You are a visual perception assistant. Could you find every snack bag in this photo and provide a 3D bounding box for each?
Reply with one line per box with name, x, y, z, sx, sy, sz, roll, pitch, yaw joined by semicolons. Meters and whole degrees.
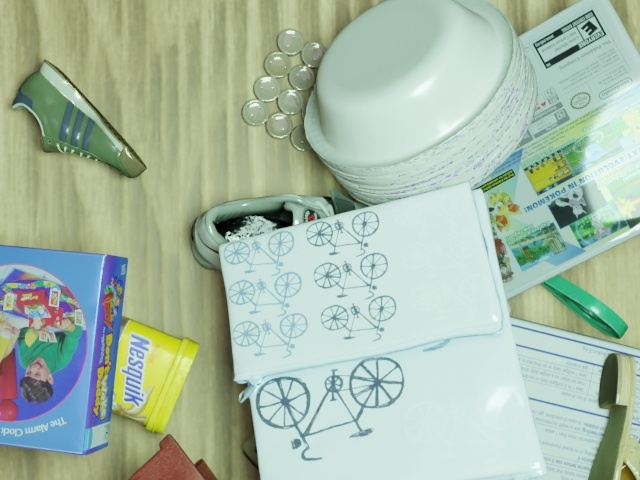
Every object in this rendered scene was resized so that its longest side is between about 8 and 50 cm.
snack bag;0.055;0.125;1.007;0.322;0.037;0.343;-12;68;10

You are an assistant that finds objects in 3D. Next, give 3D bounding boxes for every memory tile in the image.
memory tile;-0.033;-0.206;1.243;0.113;0.012;0.148;26;85;-5

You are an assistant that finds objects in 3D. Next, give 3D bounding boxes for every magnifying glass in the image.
magnifying glass;0.320;0.059;1.245;0.231;0.092;0.026;39;87;6

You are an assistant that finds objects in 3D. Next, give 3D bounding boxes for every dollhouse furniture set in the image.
dollhouse furniture set;-0.064;0.261;1.114;0.374;0.201;0.152;-41;71;-14

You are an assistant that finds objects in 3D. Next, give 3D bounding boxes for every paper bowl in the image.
paper bowl;0.110;-0.190;1.116;0.284;0.284;0.148;-48;132;-7

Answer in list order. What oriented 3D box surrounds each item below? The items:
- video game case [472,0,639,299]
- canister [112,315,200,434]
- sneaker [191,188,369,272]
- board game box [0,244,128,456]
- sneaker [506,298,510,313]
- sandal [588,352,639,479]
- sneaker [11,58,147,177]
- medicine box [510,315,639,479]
video game case;0.291;-0.113;1.191;0.329;0.036;0.300;-29;85;16
canister;-0.257;0.159;1.165;0.169;0.073;0.126;23;86;-4
sneaker;0.000;0.000;1.165;0.330;0.146;0.123;-1;79;-8
board game box;-0.422;0.119;1.098;0.346;0.078;0.234;5;86;9
sneaker;0.133;0.107;1.107;0.090;0.232;0.115;5;85;-41
sandal;0.374;0.259;1.083;0.079;0.088;0.240;10;81;-1
sneaker;-0.320;-0.138;1.182;0.086;0.064;0.192;-42;92;0
medicine box;0.266;0.253;1.188;0.263;0.149;0.290;15;86;-6
